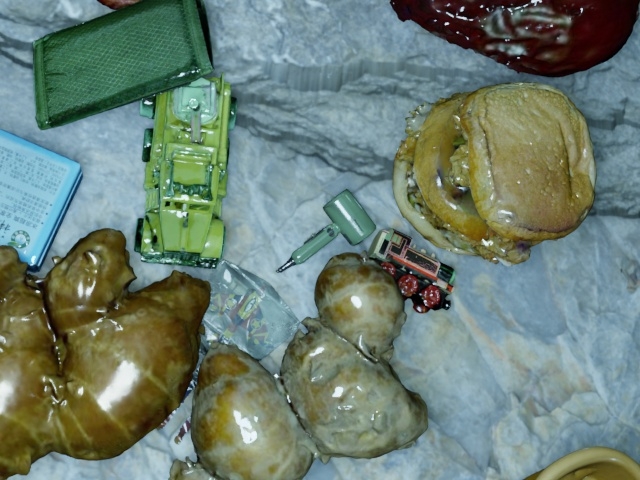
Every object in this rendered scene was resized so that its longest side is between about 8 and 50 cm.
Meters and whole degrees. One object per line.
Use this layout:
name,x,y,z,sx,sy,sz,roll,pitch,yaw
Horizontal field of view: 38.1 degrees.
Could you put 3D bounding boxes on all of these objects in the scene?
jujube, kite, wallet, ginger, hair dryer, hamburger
jujube,0.277,-0.373,1.302,0.376,0.258,0.258,13,77,-15
kite,-0.142,0.149,1.227,0.141,0.015,0.245,38,74,-3
wallet,-0.255,-0.232,1.190,0.236,0.055,0.160,-18,53,7
ginger,-0.299,0.132,1.114,0.357,0.152,0.274,-10,88,-11
ginger,-0.029,0.200,1.164,0.375,0.176,0.256,-34,100,-6
hair dryer,0.000,0.000,1.274,0.150,0.047,0.071,-38,91,-10
hamburger,0.233,-0.104,1.258,0.260,0.211,0.245,34,67,-11

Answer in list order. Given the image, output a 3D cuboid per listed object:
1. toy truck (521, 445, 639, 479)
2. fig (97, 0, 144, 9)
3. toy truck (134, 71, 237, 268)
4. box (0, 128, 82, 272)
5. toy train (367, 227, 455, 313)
toy truck,0.341,0.411,1.193,0.204,0.211,0.288,-21,82,-14
fig,-0.269,-0.376,1.242,0.150,0.128,0.128,37,72,23
toy truck,-0.176,-0.098,1.201,0.128,0.135,0.260,6,82,-12
box,-0.434,-0.071,1.163,0.232,0.083,0.143,24,75,-10
toy train,0.126,0.044,1.290,0.138,0.050,0.087,27,72,-8
